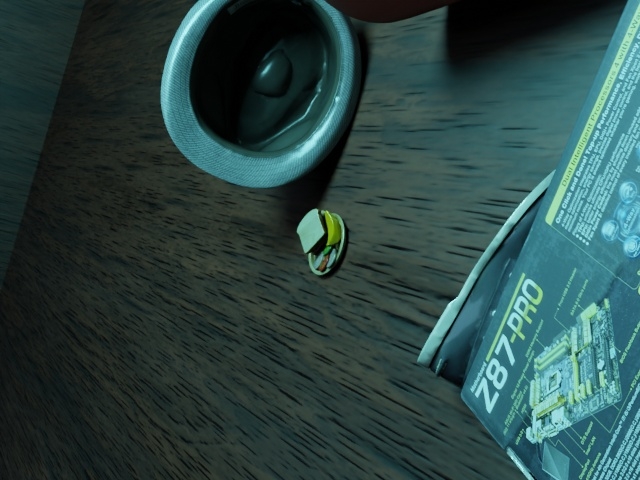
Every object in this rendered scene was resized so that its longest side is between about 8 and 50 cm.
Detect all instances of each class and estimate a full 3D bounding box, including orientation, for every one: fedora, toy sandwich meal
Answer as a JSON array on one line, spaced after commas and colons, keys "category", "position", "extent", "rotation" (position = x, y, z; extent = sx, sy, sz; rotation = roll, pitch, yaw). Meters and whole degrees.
[{"category": "fedora", "position": [-0.072, -0.204, 1.087], "extent": [0.124, 0.243, 0.275], "rotation": [-93, 20, -89]}, {"category": "toy sandwich meal", "position": [0.000, 0.000, 1.010], "extent": [0.085, 0.029, 0.086], "rotation": [-34, 48, 48]}]

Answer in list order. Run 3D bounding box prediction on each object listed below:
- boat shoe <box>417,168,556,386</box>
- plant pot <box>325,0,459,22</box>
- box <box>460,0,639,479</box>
[{"category": "boat shoe", "position": [0.162, 0.037, 0.712], "extent": [0.065, 0.075, 0.206], "rotation": [35, 105, 14]}, {"category": "plant pot", "position": [0.125, -0.343, 0.760], "extent": [0.243, 0.275, 0.275], "rotation": [12, 86, 49]}, {"category": "box", "position": [0.252, 0.022, 0.464], "extent": [0.318, 0.097, 0.395], "rotation": [48, 126, 54]}]
